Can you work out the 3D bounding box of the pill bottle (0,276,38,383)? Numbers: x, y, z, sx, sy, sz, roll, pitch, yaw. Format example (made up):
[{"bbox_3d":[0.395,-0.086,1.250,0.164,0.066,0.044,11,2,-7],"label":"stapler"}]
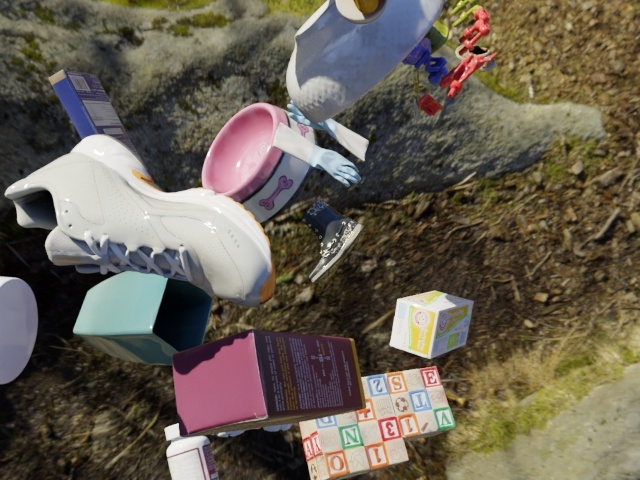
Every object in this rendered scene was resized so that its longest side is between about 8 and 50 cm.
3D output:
[{"bbox_3d":[-0.335,0.065,0.491,0.187,0.112,0.111,3,79,3],"label":"pill bottle"}]

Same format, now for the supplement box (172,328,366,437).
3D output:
[{"bbox_3d":[-0.046,0.145,0.632,0.104,0.188,0.080,-20,70,27],"label":"supplement box"}]

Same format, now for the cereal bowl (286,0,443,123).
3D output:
[{"bbox_3d":[0.057,-0.388,1.171,0.141,0.339,0.339,45,76,-20],"label":"cereal bowl"}]

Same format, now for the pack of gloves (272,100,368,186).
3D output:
[{"bbox_3d":[0.015,-0.240,1.457,0.232,0.046,0.195,27,46,-17],"label":"pack of gloves"}]

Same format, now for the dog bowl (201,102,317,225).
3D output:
[{"bbox_3d":[-0.209,-0.250,1.943,0.150,0.408,0.407,33,73,-40],"label":"dog bowl"}]

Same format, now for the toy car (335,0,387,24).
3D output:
[{"bbox_3d":[0.060,-0.408,0.855,0.136,0.159,0.181,-29,77,3],"label":"toy car"}]

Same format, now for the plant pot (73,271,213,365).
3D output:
[{"bbox_3d":[-0.383,0.161,1.306,0.235,0.165,0.165,-6,54,22],"label":"plant pot"}]

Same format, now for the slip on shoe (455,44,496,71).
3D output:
[{"bbox_3d":[0.339,-0.413,1.366,0.052,0.135,0.041,-26,128,2],"label":"slip on shoe"}]

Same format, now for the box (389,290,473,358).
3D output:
[{"bbox_3d":[0.258,0.189,1.422,0.103,0.203,0.114,14,100,34],"label":"box"}]

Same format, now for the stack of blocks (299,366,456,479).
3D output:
[{"bbox_3d":[0.113,0.360,1.225,0.297,0.087,0.171,-3,63,-25],"label":"stack of blocks"}]

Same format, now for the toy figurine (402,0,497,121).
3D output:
[{"bbox_3d":[0.171,-0.414,1.156,0.217,0.191,0.362,35,37,-20],"label":"toy figurine"}]

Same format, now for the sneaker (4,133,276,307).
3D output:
[{"bbox_3d":[-0.161,0.002,0.539,0.263,0.099,0.121,26,43,25],"label":"sneaker"}]

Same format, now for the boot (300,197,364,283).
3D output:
[{"bbox_3d":[0.001,0.000,1.914,0.179,0.085,0.236,39,80,12],"label":"boot"}]

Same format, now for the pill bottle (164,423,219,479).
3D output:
[{"bbox_3d":[-0.354,0.613,1.705,0.121,0.121,0.221,-15,74,-10],"label":"pill bottle"}]

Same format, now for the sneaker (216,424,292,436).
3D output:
[{"bbox_3d":[-0.111,0.229,0.878,0.170,0.068,0.071,4,105,-33],"label":"sneaker"}]

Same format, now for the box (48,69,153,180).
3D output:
[{"bbox_3d":[-0.382,-0.188,1.098,0.037,0.136,0.225,-27,98,8],"label":"box"}]
